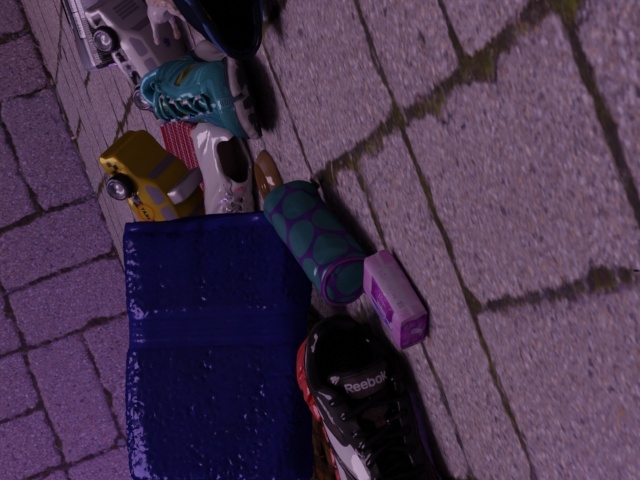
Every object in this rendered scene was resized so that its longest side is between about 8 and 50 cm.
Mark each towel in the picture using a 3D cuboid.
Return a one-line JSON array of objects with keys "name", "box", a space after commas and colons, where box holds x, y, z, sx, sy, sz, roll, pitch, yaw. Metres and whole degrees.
[{"name": "towel", "box": [-0.112, 0.122, 1.484, 0.076, 0.227, 0.308, 19, -111, -70]}, {"name": "towel", "box": [-0.177, -0.088, 1.946, 0.275, 0.031, 0.199, -150, 44, -66]}]

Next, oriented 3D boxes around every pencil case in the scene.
[{"name": "pencil case", "box": [0.000, 0.000, 1.322, 0.070, 0.064, 0.152, 30, -164, -42]}]

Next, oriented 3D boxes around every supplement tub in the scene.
[{"name": "supplement tub", "box": [-0.327, -0.357, 1.955, 0.117, 0.117, 0.190, -156, 48, -71]}]

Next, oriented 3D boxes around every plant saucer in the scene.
[{"name": "plant saucer", "box": [-0.062, -0.067, 1.565, 0.083, 0.015, 0.083, 159, 90, -76]}]

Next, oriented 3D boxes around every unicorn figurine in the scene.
[{"name": "unicorn figurine", "box": [-0.200, -0.304, 1.661, 0.162, 0.060, 0.111, 59, 168, 26]}]

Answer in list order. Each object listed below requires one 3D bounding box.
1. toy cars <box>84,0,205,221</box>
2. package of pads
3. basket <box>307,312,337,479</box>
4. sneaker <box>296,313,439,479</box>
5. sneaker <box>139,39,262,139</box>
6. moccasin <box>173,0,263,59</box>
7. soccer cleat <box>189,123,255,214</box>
[{"name": "toy cars", "box": [-0.210, -0.159, 1.731, 0.087, 0.176, 0.394, -21, 69, 35]}, {"name": "package of pads", "box": [0.068, 0.054, 1.206, 0.050, 0.032, 0.083, 85, 159, -51]}, {"name": "basket", "box": [-0.098, 0.215, 1.686, 0.223, 0.213, 0.299, -135, 28, -58]}, {"name": "sneaker", "box": [0.053, 0.190, 1.316, 0.135, 0.097, 0.276, 92, 155, -62]}, {"name": "sneaker", "box": [-0.141, -0.165, 1.531, 0.275, 0.110, 0.107, -148, 40, -67]}, {"name": "moccasin", "box": [-0.094, -0.295, 1.194, 0.117, 0.137, 0.342, 58, 176, 27]}, {"name": "soccer cleat", "box": [-0.114, -0.067, 1.666, 0.076, 0.068, 0.196, 26, 141, 43]}]
